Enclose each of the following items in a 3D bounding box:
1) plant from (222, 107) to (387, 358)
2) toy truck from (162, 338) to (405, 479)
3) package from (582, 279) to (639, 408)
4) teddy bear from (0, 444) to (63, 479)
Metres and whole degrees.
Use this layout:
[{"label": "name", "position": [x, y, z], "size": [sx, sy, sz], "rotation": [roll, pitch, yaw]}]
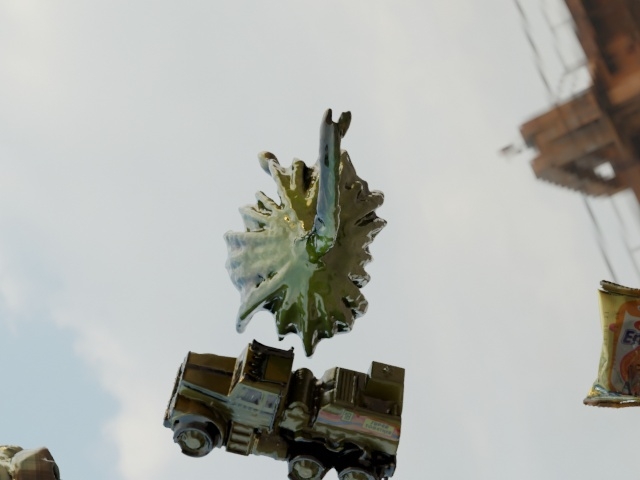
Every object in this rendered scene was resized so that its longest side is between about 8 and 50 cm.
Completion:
[{"label": "plant", "position": [-0.035, 0.000, 1.588], "size": [0.333, 0.180, 0.251], "rotation": [19, -108, -80]}, {"label": "toy truck", "position": [-0.037, 0.180, 1.676], "size": [0.127, 0.257, 0.127], "rotation": [-79, 0, -55]}, {"label": "package", "position": [0.305, 0.101, 1.432], "size": [0.031, 0.108, 0.120], "rotation": [-151, 67, -84]}, {"label": "teddy bear", "position": [-0.220, 0.192, 1.053], "size": [0.213, 0.111, 0.133], "rotation": [57, -159, -51]}]
